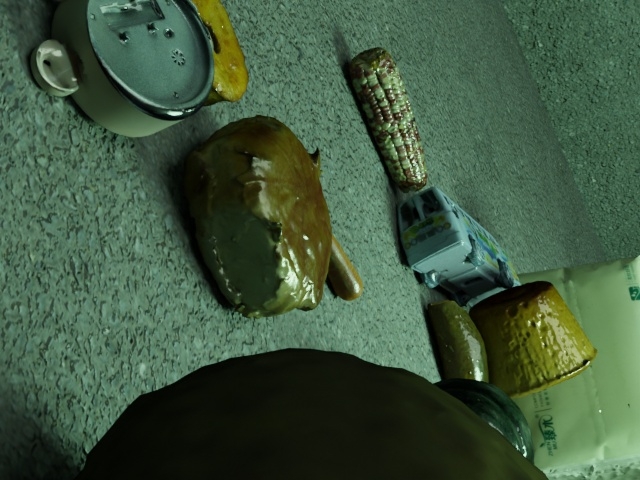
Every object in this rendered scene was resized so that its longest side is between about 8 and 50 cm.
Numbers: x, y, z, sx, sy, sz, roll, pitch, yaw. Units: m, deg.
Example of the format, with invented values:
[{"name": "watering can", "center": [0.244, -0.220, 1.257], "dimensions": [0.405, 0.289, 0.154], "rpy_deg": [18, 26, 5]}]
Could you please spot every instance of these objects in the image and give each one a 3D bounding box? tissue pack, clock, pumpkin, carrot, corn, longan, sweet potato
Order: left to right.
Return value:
[{"name": "clock", "center": [-0.168, -0.177, 1.045], "dimensions": [0.229, 0.063, 0.156], "rpy_deg": [-23, 94, -53]}, {"name": "longan", "center": [-0.005, 0.267, 0.768], "dimensions": [0.391, 0.391, 0.391], "rpy_deg": [50, 31, -46]}, {"name": "carrot", "center": [0.000, 0.000, 1.430], "dimensions": [0.190, 0.037, 0.037], "rpy_deg": [58, 26, -26]}, {"name": "corn", "center": [0.109, -0.185, 1.785], "dimensions": [0.079, 0.079, 0.237], "rpy_deg": [-62, 136, -61]}, {"name": "pumpkin", "center": [0.142, 0.282, 1.349], "dimensions": [0.250, 0.216, 0.250], "rpy_deg": [14, 90, -83]}, {"name": "sweet potato", "center": [0.233, 0.206, 1.793], "dimensions": [0.077, 0.077, 0.244], "rpy_deg": [-15, 86, -69]}, {"name": "tissue pack", "center": [0.464, 0.245, 2.017], "dimensions": [0.207, 0.297, 0.380], "rpy_deg": [61, 19, -60]}]

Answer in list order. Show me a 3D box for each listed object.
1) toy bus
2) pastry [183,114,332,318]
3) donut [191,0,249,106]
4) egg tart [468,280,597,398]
[{"name": "toy bus", "center": [0.229, 0.018, 1.889], "dimensions": [0.329, 0.109, 0.136], "rpy_deg": [32, 36, -60]}, {"name": "pastry", "center": [-0.061, -0.028, 1.204], "dimensions": [0.229, 0.100, 0.218], "rpy_deg": [52, 34, -54]}, {"name": "donut", "center": [-0.136, -0.210, 1.207], "dimensions": [0.152, 0.058, 0.152], "rpy_deg": [51, 30, -44]}, {"name": "egg tart", "center": [0.334, 0.155, 1.845], "dimensions": [0.147, 0.202, 0.202], "rpy_deg": [70, 21, -5]}]
